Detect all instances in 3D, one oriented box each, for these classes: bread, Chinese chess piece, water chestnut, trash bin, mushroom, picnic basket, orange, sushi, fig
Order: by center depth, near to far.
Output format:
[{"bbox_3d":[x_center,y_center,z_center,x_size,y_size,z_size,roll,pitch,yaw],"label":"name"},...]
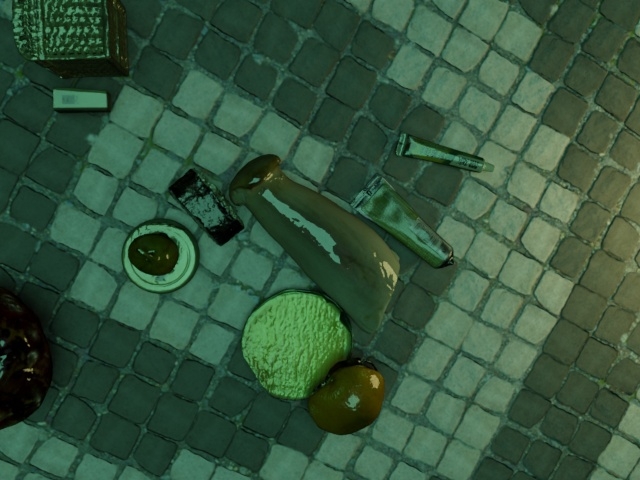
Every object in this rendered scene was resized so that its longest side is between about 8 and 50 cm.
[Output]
[{"bbox_3d":[-0.420,-0.353,1.088,0.154,0.196,0.134,-1,97,-7],"label":"picnic basket"},{"bbox_3d":[-0.604,0.218,1.098,0.290,0.244,0.288,0,93,-8],"label":"water chestnut"},{"bbox_3d":[-0.294,0.028,1.136,0.082,0.098,0.084,-40,110,-2],"label":"fig"},{"bbox_3d":[-0.431,-0.254,1.166,0.092,0.061,0.042,-2,96,-10],"label":"trash bin"},{"bbox_3d":[-0.210,-0.064,1.202,0.078,0.090,0.150,-41,98,-6],"label":"sushi"},{"bbox_3d":[-0.302,0.030,1.213,0.144,0.058,0.143,-1,95,-8],"label":"Chinese chess piece"},{"bbox_3d":[0.008,-0.004,1.219,0.154,0.137,0.407,-43,105,9],"label":"mushroom"},{"bbox_3d":[0.059,0.316,1.257,0.160,0.112,0.169,-14,117,-22],"label":"orange"},{"bbox_3d":[-0.046,0.204,1.280,0.229,0.033,0.228,-1,97,-9],"label":"bread"}]

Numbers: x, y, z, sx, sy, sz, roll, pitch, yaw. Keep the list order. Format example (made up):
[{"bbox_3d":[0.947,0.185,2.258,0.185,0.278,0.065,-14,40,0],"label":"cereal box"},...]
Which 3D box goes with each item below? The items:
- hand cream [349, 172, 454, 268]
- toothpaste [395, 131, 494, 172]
[{"bbox_3d":[0.174,-0.029,1.284,0.235,0.055,0.086,40,87,-2],"label":"hand cream"},{"bbox_3d":[0.251,-0.169,1.284,0.204,0.031,0.049,14,94,-6],"label":"toothpaste"}]
